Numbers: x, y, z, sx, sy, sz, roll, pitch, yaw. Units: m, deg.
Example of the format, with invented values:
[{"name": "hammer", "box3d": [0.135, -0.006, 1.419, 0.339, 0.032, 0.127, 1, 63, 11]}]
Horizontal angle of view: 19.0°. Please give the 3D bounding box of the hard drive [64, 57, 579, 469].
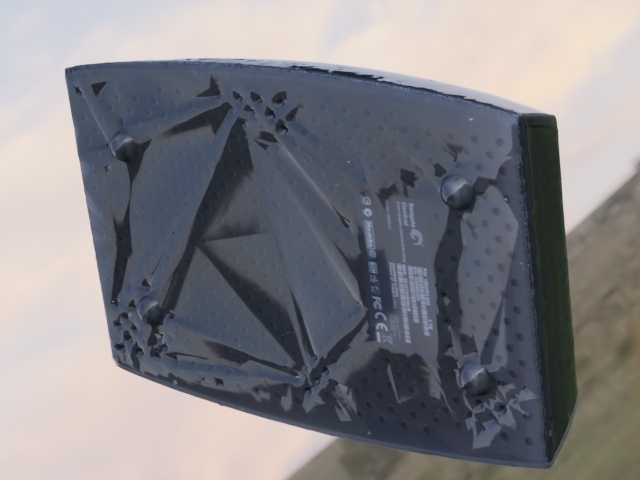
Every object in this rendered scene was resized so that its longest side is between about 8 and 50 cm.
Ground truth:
[{"name": "hard drive", "box3d": [0.000, 0.000, 0.849, 0.054, 0.254, 0.172, -28, -62, -45]}]
